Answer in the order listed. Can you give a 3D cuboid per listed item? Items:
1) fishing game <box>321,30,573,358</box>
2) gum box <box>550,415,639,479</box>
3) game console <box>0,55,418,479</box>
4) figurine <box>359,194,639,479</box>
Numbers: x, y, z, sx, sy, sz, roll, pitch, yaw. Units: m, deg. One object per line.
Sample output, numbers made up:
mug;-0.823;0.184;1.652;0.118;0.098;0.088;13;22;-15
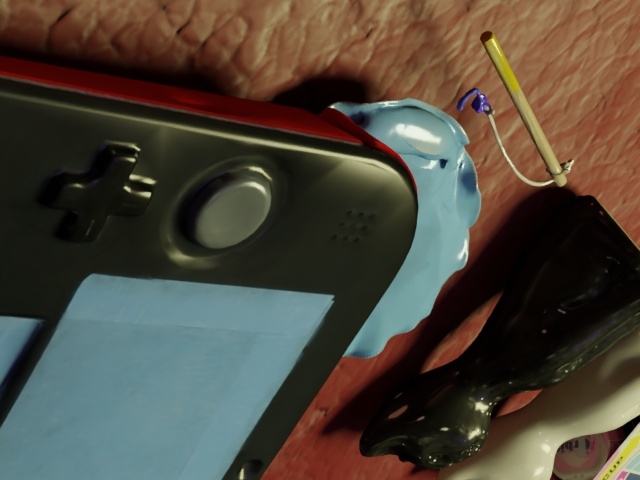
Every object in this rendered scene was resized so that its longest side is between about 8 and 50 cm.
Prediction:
fishing game;0.000;0.000;0.875;0.264;0.041;0.189;-40;140;3
gum box;0.211;0.152;1.255;0.188;0.062;0.107;-52;147;11
game console;-0.155;0.090;0.750;0.342;0.060;0.386;4;126;-47
figurine;0.142;0.091;1.105;0.209;0.092;0.215;-41;149;8
